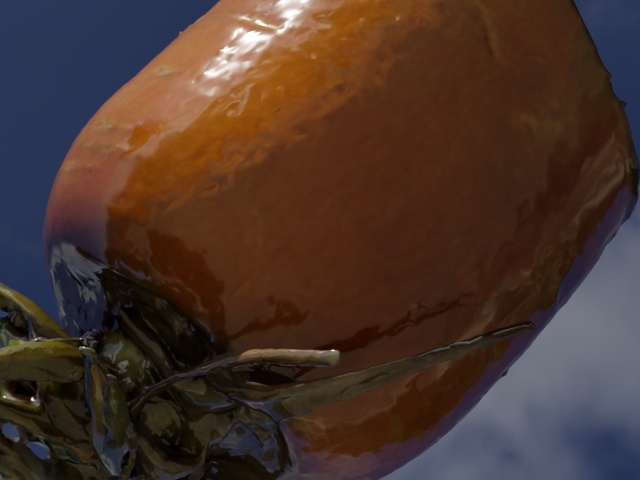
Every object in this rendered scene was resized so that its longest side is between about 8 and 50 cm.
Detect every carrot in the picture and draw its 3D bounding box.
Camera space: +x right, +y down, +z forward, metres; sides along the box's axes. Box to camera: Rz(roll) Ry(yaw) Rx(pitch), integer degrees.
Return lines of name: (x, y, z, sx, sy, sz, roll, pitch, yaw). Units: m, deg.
carrot: (0.000, 0.000, 0.784, 0.331, 0.193, 0.214, -40, -119, -19)
